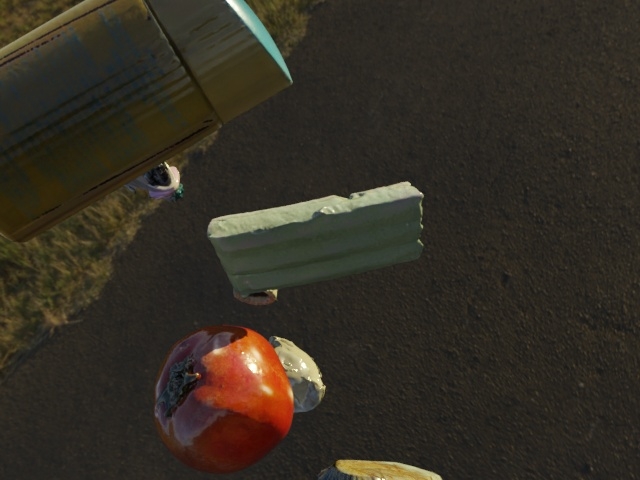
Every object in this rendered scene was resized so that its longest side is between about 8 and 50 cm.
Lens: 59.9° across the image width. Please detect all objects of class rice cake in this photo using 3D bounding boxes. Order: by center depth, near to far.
[{"bbox_3d":[0.000,0.000,0.636,0.237,0.127,0.043,-13,48,-3],"label":"rice cake"}]

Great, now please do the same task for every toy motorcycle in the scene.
[{"bbox_3d":[-0.363,-0.144,1.141,0.108,0.204,0.239,-41,57,-4],"label":"toy motorcycle"}]

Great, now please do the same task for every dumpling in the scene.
[{"bbox_3d":[-0.100,0.400,1.617,0.247,0.142,0.172,44,106,31],"label":"dumpling"}]

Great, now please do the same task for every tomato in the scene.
[{"bbox_3d":[-0.225,0.369,1.305,0.325,0.290,0.293,-54,39,5],"label":"tomato"}]

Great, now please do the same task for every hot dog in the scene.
[{"bbox_3d":[0.109,0.409,0.901,0.163,0.270,0.081,5,76,40],"label":"hot dog"}]

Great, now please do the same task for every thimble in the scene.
[{"bbox_3d":[-0.145,0.090,1.271,0.115,0.102,0.090,-36,45,54],"label":"thimble"}]

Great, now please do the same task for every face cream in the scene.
[{"bbox_3d":[-0.176,-0.122,0.468,0.285,0.139,0.067,-30,24,0],"label":"face cream"}]
